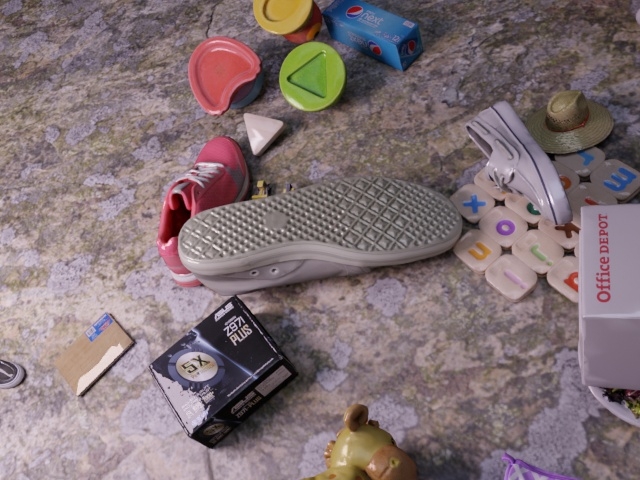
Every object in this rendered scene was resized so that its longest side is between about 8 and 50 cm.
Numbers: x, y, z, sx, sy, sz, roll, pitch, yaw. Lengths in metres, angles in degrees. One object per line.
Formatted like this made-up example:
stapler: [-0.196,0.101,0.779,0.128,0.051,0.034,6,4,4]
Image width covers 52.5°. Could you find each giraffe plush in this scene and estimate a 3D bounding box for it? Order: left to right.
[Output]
giraffe plush: [0.049,0.313,0.816,0.210,0.181,0.170,32,62,15]

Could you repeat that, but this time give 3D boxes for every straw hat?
straw hat: [0.399,-0.209,1.051,0.144,0.061,0.144,-12,45,12]

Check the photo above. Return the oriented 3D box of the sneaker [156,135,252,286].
sneaker: [-0.211,-0.079,1.165,0.116,0.136,0.314,0,60,19]

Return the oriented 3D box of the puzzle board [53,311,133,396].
puzzle board: [-0.399,0.198,1.140,0.128,0.011,0.096,-46,54,-11]

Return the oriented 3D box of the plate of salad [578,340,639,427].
plate of salad: [0.441,0.148,0.840,0.200,0.048,0.200,-9,58,15]

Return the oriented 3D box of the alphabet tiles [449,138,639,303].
alphabet tiles: [0.349,-0.037,1.003,0.284,0.021,0.278,-41,52,-7]

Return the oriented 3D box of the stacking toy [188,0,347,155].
stacking toy: [-0.086,-0.335,1.304,0.309,0.130,0.279,-36,80,14]

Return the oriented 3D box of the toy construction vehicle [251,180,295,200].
toy construction vehicle: [-0.087,-0.070,1.175,0.086,0.035,0.098,-2,59,19]

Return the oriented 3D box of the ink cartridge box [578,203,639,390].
ink cartridge box: [0.429,0.069,0.762,0.233,0.168,0.171,0,50,23]

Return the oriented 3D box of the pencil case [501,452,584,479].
pencil case: [0.314,0.316,0.756,0.206,0.086,0.088,5,96,21]

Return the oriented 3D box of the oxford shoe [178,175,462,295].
oxford shoe: [0.000,0.000,1.051,0.449,0.130,0.169,-8,52,2]

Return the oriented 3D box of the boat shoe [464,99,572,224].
boat shoe: [0.299,-0.115,1.005,0.088,0.096,0.267,-25,51,10]

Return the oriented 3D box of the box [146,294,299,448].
box: [-0.151,0.201,1.006,0.180,0.077,0.147,-39,54,-6]

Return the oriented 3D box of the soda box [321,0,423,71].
soda box: [0.103,-0.419,1.299,0.067,0.071,0.210,-46,56,-11]

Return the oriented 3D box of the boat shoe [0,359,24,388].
boat shoe: [-0.600,0.233,1.174,0.142,0.040,0.049,7,62,24]

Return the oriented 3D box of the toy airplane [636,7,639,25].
toy airplane: [0.580,-0.498,1.076,0.384,0.386,0.272,-44,11,0]
